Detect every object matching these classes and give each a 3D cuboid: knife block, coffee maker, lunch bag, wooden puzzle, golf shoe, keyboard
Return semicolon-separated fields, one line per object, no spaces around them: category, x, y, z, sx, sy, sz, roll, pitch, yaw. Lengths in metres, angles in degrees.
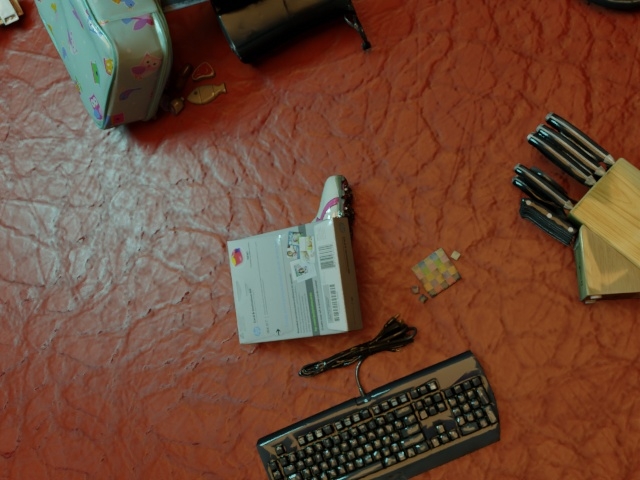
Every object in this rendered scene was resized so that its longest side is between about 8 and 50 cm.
knife block;0.385;-0.047;1.009;0.275;0.088;0.242;-4;80;11
coffee maker;-0.049;-0.319;1.125;0.178;0.120;0.171;-26;74;8
lunch bag;-0.311;-0.311;1.134;0.108;0.224;0.279;-20;73;-26
wooden puzzle;0.156;0.044;1.082;0.083;0.006;0.049;-34;76;4
golf shoe;0.000;0.000;1.090;0.086;0.067;0.186;5;82;14
keyboard;0.063;0.223;1.059;0.317;0.033;0.202;-24;77;6

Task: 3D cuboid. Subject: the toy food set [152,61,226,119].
toy food set;-0.207;-0.230;1.195;0.122;0.019;0.078;-23;77;7

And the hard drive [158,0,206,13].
hard drive;-0.121;-0.418;1.109;0.172;0.054;0.255;-5;45;31

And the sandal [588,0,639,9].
sandal;0.351;-0.520;1.087;0.167;0.107;0.446;-17;78;8

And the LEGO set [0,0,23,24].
LEGO set;-0.590;-0.283;1.260;0.132;0.107;0.287;30;82;-20

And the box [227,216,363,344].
box;-0.037;0.056;1.056;0.186;0.038;0.145;-12;83;36
